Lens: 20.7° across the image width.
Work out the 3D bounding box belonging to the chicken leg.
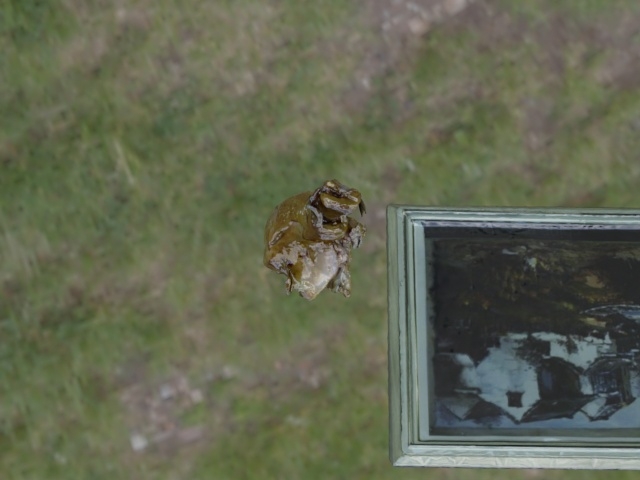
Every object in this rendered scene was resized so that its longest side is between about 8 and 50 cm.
[{"bbox_3d":[-0.001,-0.003,1.652,0.085,0.101,0.207,-1,166,-13],"label":"chicken leg"}]

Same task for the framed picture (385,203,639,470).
[{"bbox_3d":[0.196,0.065,1.311,0.296,0.232,0.019,0,146,-1],"label":"framed picture"}]
